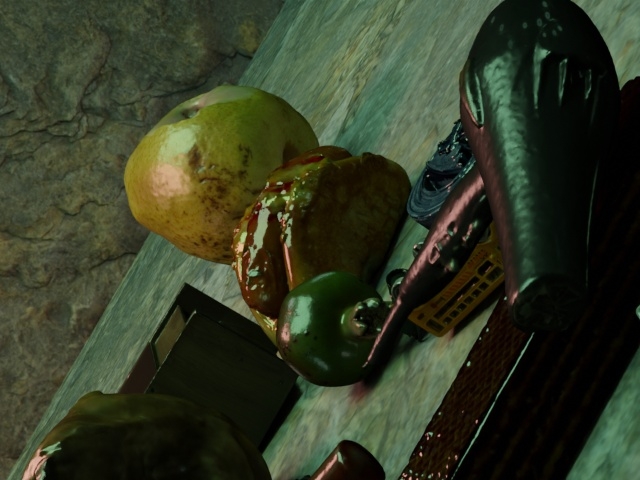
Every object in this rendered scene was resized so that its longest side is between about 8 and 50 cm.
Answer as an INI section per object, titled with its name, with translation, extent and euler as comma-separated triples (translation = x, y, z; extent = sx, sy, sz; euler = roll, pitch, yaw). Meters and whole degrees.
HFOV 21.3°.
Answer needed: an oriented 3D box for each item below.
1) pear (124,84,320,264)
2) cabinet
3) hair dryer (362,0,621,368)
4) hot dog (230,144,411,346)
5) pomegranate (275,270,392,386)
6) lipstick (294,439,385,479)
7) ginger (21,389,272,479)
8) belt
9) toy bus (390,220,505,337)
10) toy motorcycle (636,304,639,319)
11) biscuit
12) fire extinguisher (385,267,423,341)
[pear]
translation = -0.135, -0.091, 2.341
extent = 0.271, 0.271, 0.271
euler = -53, 12, 16
[cabinet]
translation = -0.137, 0.186, 1.900
extent = 0.215, 0.148, 0.175
euler = -60, 12, 2
[hair dryer]
translation = 0.108, 0.016, 1.228
extent = 0.359, 0.120, 0.303
euler = 120, 160, -44
[hot dog]
translation = -0.011, -0.006, 1.879
extent = 0.150, 0.153, 0.256
euler = -41, 19, 52
[pomegranate]
translation = 0.021, 0.084, 1.629
extent = 0.142, 0.114, 0.114
euler = -18, 39, 60
[lipstick]
translation = -0.047, 0.282, 1.426
extent = 0.299, 0.081, 0.081
euler = -53, 12, 21
[ginger]
translation = -0.175, 0.244, 1.604
extent = 0.223, 0.269, 0.200
euler = -24, 62, 56
[belt]
translation = 0.148, -0.060, 1.555
extent = 0.141, 0.082, 0.190
euler = -55, 11, 0
[toy bus]
translation = 0.128, 0.013, 1.463
extent = 0.162, 0.074, 0.069
euler = -48, 7, 44
[toy motorcycle]
translation = 0.246, 0.020, 0.967
extent = 0.225, 0.073, 0.152
euler = -40, 21, 57
[biscuit]
translation = 0.172, 0.052, 1.183
extent = 0.388, 0.073, 0.107
euler = -58, 10, -12
[fire extinguisher]
translation = 0.081, 0.065, 1.562
extent = 0.025, 0.083, 0.038
euler = -20, 42, -4
